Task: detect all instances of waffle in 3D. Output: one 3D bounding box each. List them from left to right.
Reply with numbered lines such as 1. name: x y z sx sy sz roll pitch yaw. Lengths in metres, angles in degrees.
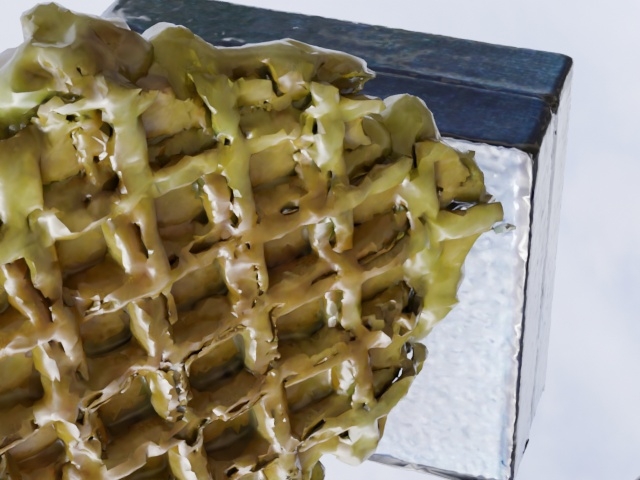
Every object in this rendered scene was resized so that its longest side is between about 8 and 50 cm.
1. waffle: -0.057 0.038 0.506 0.254 0.245 0.052 15 -160 -44

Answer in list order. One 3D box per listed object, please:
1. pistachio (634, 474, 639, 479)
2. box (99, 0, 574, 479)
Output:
1. pistachio: 0.222 0.165 0.686 0.124 0.185 0.124 -23 -59 -46
2. box: 0.000 0.000 0.878 0.279 0.261 0.116 12 -140 17
